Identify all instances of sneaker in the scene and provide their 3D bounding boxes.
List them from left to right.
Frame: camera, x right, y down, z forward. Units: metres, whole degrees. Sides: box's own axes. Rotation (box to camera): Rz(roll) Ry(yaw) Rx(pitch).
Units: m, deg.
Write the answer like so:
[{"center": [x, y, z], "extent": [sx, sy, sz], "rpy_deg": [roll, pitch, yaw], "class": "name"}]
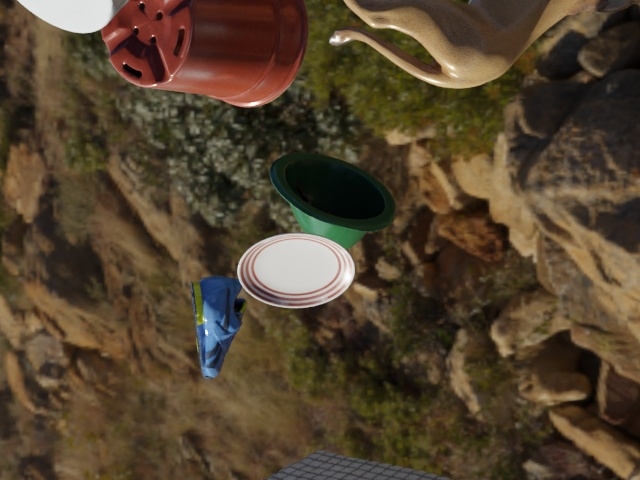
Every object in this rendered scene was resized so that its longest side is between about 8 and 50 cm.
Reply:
[{"center": [-0.146, 0.133, 1.330], "extent": [0.209, 0.082, 0.069], "rpy_deg": [94, 162, -45], "class": "sneaker"}]

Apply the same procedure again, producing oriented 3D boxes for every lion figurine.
[{"center": [0.212, -0.266, 0.943], "extent": [0.392, 0.142, 0.240], "rpy_deg": [-40, 71, 17], "class": "lion figurine"}]

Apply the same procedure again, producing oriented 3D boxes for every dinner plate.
[{"center": [-0.029, 0.034, 1.082], "extent": [0.141, 0.141, 0.017], "rpy_deg": [116, 160, -43], "class": "dinner plate"}]

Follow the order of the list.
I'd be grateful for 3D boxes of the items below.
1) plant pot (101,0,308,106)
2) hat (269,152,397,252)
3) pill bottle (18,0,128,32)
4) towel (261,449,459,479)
[{"center": [-0.205, -0.360, 1.512], "extent": [0.272, 0.265, 0.273], "rpy_deg": [6, 101, 33], "class": "plant pot"}, {"center": [0.000, 0.000, 1.248], "extent": [0.184, 0.208, 0.173], "rpy_deg": [-65, 30, 32], "class": "hat"}, {"center": [-0.136, -0.258, 0.645], "extent": [0.221, 0.121, 0.121], "rpy_deg": [-61, 10, -31], "class": "pill bottle"}, {"center": [0.026, 0.345, 0.994], "extent": [0.283, 0.235, 0.122], "rpy_deg": [0, 99, 40], "class": "towel"}]
